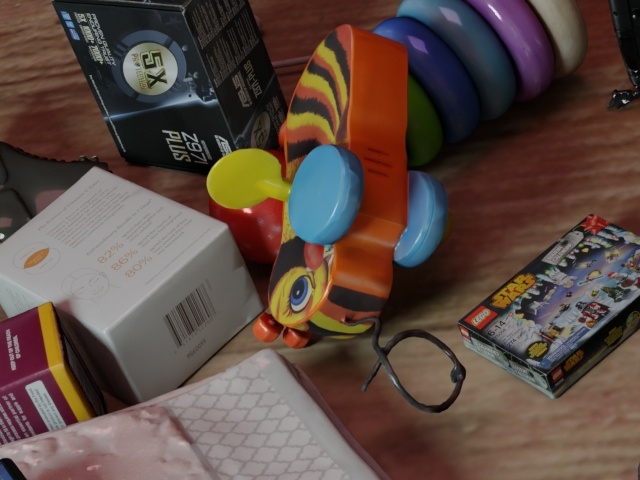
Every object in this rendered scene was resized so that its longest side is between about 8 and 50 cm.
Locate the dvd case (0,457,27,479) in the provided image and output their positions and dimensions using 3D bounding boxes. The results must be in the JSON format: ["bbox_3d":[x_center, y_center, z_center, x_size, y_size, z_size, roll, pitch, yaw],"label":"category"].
[{"bbox_3d":[-0.205,0.232,0.999,0.180,0.022,0.253,-22,39,-24],"label":"dvd case"}]

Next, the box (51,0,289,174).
[{"bbox_3d":[-0.122,-0.149,1.493,0.147,0.180,0.077,10,46,34],"label":"box"}]

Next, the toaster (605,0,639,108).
[{"bbox_3d":[0.304,-0.204,1.365,0.186,0.168,0.110,-3,38,22],"label":"toaster"}]

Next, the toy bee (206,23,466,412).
[{"bbox_3d":[0.000,0.000,1.261,0.162,0.195,0.298,-38,26,43],"label":"toy bee"}]

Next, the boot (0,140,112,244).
[{"bbox_3d":[-0.247,-0.061,1.549,0.137,0.077,0.198,-19,50,-4],"label":"boot"}]

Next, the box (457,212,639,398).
[{"bbox_3d":[0.176,0.043,1.235,0.137,0.027,0.094,-38,39,-20],"label":"box"}]

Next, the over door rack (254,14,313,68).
[{"bbox_3d":[-0.077,-0.244,1.545,0.324,0.239,0.108,2,49,29],"label":"over door rack"}]

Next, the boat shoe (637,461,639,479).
[{"bbox_3d":[0.240,0.169,1.037,0.049,0.040,0.142,-40,40,-22],"label":"boat shoe"}]

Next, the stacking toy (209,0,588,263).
[{"bbox_3d":[0.051,-0.101,1.400,0.330,0.141,0.141,-39,40,-14],"label":"stacking toy"}]

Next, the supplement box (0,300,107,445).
[{"bbox_3d":[-0.255,0.136,1.272,0.188,0.104,0.081,-22,36,-1],"label":"supplement box"}]

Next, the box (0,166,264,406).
[{"bbox_3d":[-0.153,0.034,1.357,0.130,0.091,0.170,-42,42,-24],"label":"box"}]

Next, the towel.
[{"bbox_3d":[-0.094,0.207,1.086,0.317,0.053,0.332,-20,36,-19],"label":"towel"}]
